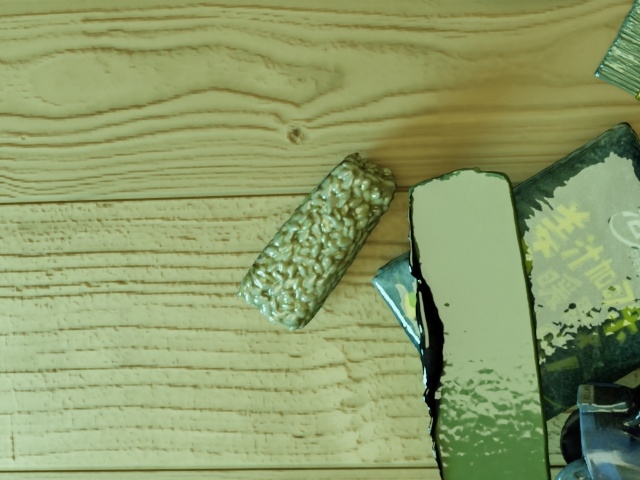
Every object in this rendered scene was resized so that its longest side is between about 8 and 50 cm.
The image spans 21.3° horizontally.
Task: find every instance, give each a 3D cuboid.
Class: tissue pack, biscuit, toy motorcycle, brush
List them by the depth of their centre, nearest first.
[{"bbox_3d":[0.327,0.243,1.409,0.213,0.125,0.358,-17,116,22],"label":"toy motorcycle"},{"bbox_3d":[0.132,0.099,1.411,0.099,0.038,0.322,-8,98,6],"label":"biscuit"},{"bbox_3d":[0.342,-0.128,1.448,0.205,0.011,0.083,30,99,3],"label":"brush"},{"bbox_3d":[0.200,0.042,1.452,0.257,0.081,0.185,-31,94,11],"label":"tissue pack"},{"bbox_3d":[0.000,0.000,1.474,0.070,0.082,0.168,36,100,0],"label":"biscuit"}]
